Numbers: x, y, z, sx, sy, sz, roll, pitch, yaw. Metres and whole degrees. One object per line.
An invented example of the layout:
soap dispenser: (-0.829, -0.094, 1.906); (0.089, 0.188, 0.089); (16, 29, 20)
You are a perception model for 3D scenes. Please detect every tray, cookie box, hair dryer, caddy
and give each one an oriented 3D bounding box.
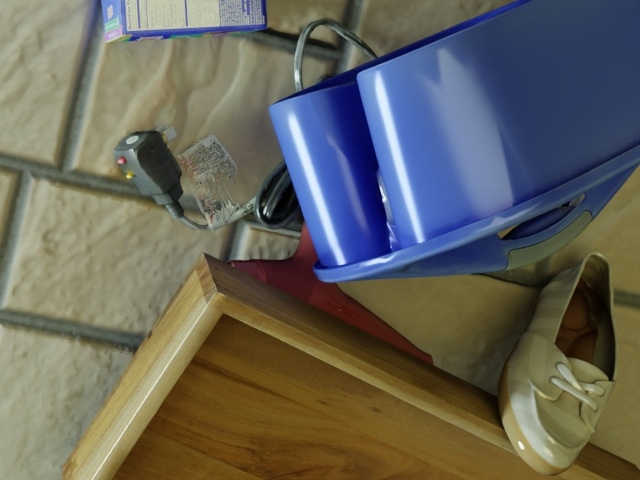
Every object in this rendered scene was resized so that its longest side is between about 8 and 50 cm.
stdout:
tray: (0.036, 0.186, 1.398); (0.411, 0.076, 0.203); (28, 107, -22)
cookie box: (-0.100, -0.168, 1.357); (0.107, 0.092, 0.040); (-4, 95, -14)
hair dryer: (0.000, 0.000, 1.410); (0.223, 0.080, 0.293); (-29, 103, -11)
caddy: (0.131, -0.071, 1.336); (0.341, 0.241, 0.179); (-26, 96, -34)

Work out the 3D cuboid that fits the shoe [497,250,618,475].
shoe: (0.186, 0.087, 1.409); (0.076, 0.219, 0.058); (32, 129, -10)
